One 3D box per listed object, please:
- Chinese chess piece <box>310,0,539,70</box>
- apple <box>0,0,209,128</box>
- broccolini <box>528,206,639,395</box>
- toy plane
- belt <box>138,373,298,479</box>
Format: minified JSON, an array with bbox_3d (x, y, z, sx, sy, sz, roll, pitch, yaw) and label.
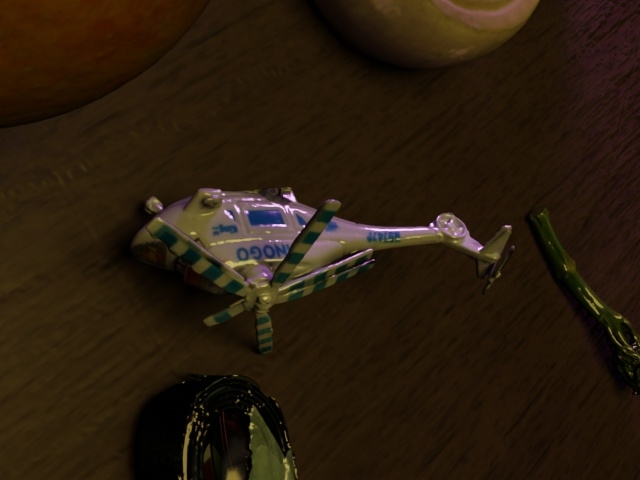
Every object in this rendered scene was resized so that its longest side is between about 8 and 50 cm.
[{"bbox_3d":[0.087,-0.276,0.866,0.257,0.104,0.257,8,77,-40],"label":"Chinese chess piece"},{"bbox_3d":[-0.184,-0.213,0.478,0.339,0.339,0.339,7,79,-39],"label":"apple"},{"bbox_3d":[0.279,0.063,1.022,0.054,0.051,0.239,-46,106,-28],"label":"broccolini"},{"bbox_3d":[0.004,-0.007,0.720,0.273,0.182,0.107,-17,56,-11],"label":"toy plane"},{"bbox_3d":[-0.071,0.160,0.696,0.105,0.058,0.140,0,80,-46],"label":"belt"}]
